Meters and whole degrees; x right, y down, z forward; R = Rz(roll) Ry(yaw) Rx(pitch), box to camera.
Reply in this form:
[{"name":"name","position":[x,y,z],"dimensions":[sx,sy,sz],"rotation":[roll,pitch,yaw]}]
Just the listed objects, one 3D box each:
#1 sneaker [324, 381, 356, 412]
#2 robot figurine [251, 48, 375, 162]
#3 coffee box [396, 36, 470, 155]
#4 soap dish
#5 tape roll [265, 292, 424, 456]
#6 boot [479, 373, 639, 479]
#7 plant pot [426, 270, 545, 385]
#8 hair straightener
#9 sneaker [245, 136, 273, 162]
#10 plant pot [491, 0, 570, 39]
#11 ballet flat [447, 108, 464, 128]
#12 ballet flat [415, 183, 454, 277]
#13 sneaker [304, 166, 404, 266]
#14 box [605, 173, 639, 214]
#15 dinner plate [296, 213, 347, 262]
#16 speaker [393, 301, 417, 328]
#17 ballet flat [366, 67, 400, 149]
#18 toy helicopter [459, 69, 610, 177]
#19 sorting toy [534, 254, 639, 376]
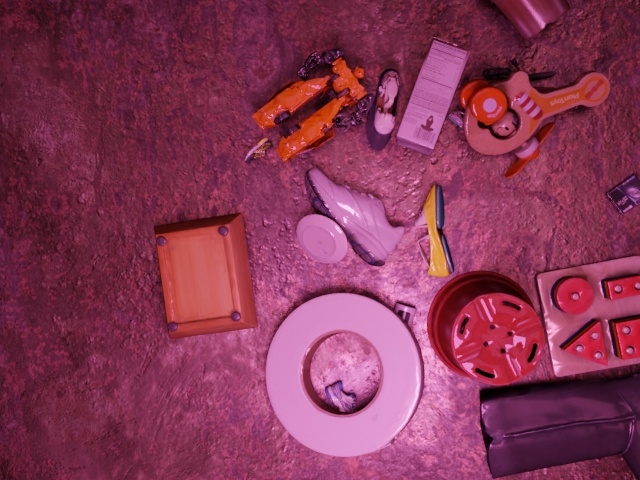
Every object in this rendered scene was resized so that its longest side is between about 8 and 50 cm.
[{"name":"sneaker","position":[0.071,0.410,1.911],"dimensions":[0.058,0.052,0.135],"rotation":[-38,88,-1]},{"name":"robot figurine","position":[-0.012,-0.334,1.894],"dimensions":[0.291,0.085,0.211],"rotation":[-35,88,4]},{"name":"coffee box","position":[0.267,-0.341,1.848],"dimensions":[0.098,0.141,0.247],"rotation":[20,91,4]},{"name":"soap dish","position":[-0.289,0.090,1.900],"dimensions":[0.228,0.118,0.291],"rotation":[-8,91,4]},{"name":"tape roll","position":[0.059,0.322,1.858],"dimensions":[0.391,0.072,0.392],"rotation":[-2,83,15]},{"name":"boot","position":[0.617,0.512,1.823],"dimensions":[0.444,0.146,0.367],"rotation":[-9,82,1]},{"name":"plant pot","position":[0.391,0.213,1.779],"dimensions":[0.272,0.265,0.273],"rotation":[0,91,4]},{"name":"hair straightener","position":[0.462,-0.401,1.886],"dimensions":[0.230,0.047,0.089],"rotation":[-1,90,8]},{"name":"sneaker","position":[-0.155,-0.222,1.931],"dimensions":[0.035,0.031,0.083],"rotation":[45,93,2]},{"name":"plant pot","position":[0.494,-0.579,1.827],"dimensions":[0.167,0.167,0.165],"rotation":[-36,96,3]},{"name":"ballet flat","position":[0.364,-0.280,1.889],"dimensions":[0.041,0.041,0.114],"rotation":[-44,87,3]},{"name":"ballet flat","position":[0.273,-0.021,1.886],"dimensions":[0.077,0.077,0.231],"rotation":[-9,92,21]},{"name":"sneaker","position":[0.079,-0.073,1.895],"dimensions":[0.129,0.111,0.297],"rotation":[-44,90,-14]},{"name":"box","position":[0.750,-0.112,1.875],"dimensions":[0.083,0.018,0.067],"rotation":[-35,88,3]},{"name":"dinner plate","position":[0.000,0.000,1.887],"dimensions":[0.141,0.017,0.141],"rotation":[16,130,20]},{"name":"speaker","position":[0.193,0.224,1.899],"dimensions":[0.055,0.055,0.136],"rotation":[17,92,4]},{"name":"ballet flat","position":[0.159,-0.324,1.886],"dimensions":[0.074,0.074,0.203],"rotation":[11,91,4]},{"name":"toy helicopter","position":[0.515,-0.298,1.823],"dimensions":[0.354,0.140,0.235],"rotation":[-18,109,3]},{"name":"sorting toy","position":[0.672,0.185,1.847],"dimensions":[0.255,0.089,0.257],"rotation":[-11,90,4]}]
